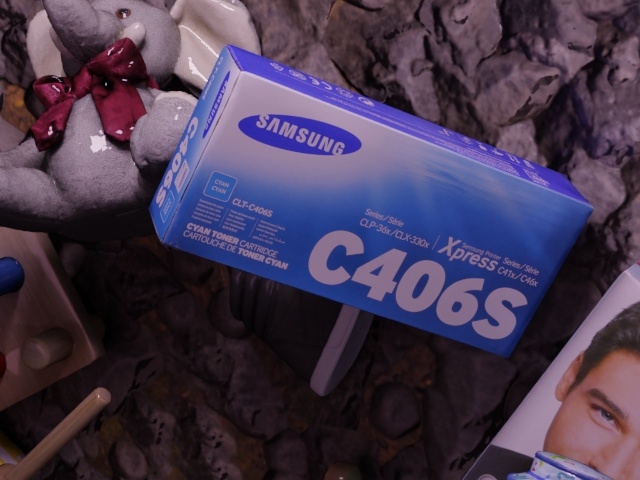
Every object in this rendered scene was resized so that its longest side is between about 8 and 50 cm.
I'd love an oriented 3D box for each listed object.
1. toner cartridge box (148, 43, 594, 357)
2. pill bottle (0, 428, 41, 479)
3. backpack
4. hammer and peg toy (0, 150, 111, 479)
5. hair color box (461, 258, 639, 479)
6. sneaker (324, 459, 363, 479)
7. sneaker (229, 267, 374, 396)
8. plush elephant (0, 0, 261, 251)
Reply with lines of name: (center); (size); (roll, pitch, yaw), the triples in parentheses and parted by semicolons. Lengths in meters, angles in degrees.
toner cartridge box: (0.046, -0.028, 1.328); (0.348, 0.075, 0.165); (19, 109, -22)
pill bottle: (-0.385, 0.251, 1.789); (0.116, 0.065, 0.065); (43, 120, 14)
backpack: (0.200, 0.224, 1.287); (0.105, 0.114, 0.084); (22, 93, 25)
hammer and peg toy: (-0.357, 0.110, 1.690); (0.266, 0.127, 0.361); (-29, 88, 25)
hair color box: (0.255, 0.207, 1.385); (0.185, 0.113, 0.374); (41, 118, 15)
sneaker: (0.052, 0.316, 1.560); (0.086, 0.064, 0.192); (10, 114, 28)
sneaker: (0.000, 0.000, 1.478); (0.147, 0.104, 0.295); (31, 121, 14)
plush elephant: (-0.202, -0.142, 1.482); (0.272, 0.330, 0.255); (-14, 75, 16)
